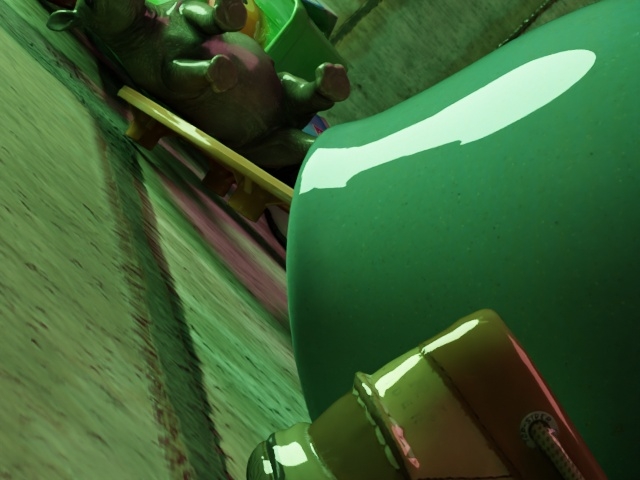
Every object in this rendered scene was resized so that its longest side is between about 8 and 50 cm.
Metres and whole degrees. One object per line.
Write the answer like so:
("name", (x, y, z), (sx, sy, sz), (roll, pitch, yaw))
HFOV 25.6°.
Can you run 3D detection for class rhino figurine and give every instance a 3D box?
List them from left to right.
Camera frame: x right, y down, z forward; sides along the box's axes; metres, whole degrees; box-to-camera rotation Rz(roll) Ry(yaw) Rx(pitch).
("rhino figurine", (-0.086, -0.122, 0.922), (0.243, 0.073, 0.106), (33, -19, -31))

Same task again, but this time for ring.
("ring", (0.000, 0.000, 0.957), (0.336, 0.032, 0.336), (34, -1, 1))

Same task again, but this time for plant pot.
("plant pot", (0.133, 0.017, 0.616), (0.271, 0.255, 0.271), (-7, 90, -68))

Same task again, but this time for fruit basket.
("fruit basket", (-0.145, -0.225, 1.171), (0.353, 0.165, 0.327), (38, 9, -43))

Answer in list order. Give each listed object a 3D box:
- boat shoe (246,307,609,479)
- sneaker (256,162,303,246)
("boat shoe", (0.119, 0.151, 0.476), (0.324, 0.120, 0.122), (44, 5, -22))
("sneaker", (0.011, -0.054, 1.310), (0.107, 0.124, 0.283), (45, 4, -27))
